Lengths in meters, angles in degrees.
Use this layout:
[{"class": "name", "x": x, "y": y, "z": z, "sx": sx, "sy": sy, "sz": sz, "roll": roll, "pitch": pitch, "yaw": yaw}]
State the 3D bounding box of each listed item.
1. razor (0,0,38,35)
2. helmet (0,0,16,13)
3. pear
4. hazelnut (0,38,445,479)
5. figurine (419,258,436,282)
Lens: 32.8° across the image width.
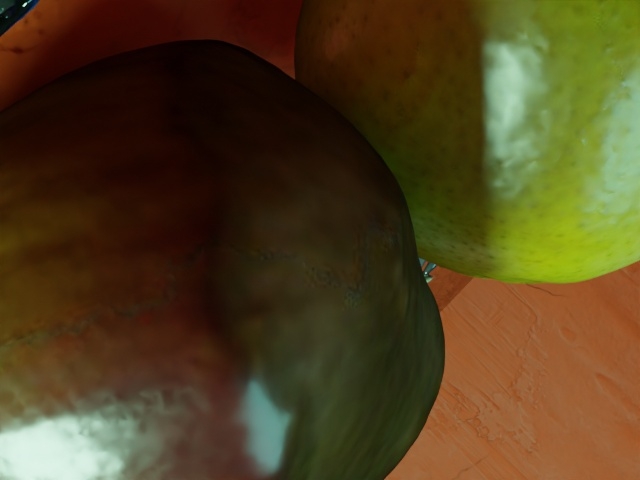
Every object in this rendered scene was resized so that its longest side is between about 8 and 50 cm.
[{"class": "razor", "x": -0.250, "y": -0.031, "z": 0.576, "sx": 0.324, "sy": 0.056, "sz": 0.093, "roll": -49, "pitch": -155, "yaw": 13}, {"class": "helmet", "x": -0.137, "y": -0.171, "z": 0.412, "sx": 0.176, "sy": 0.107, "sz": 0.153, "roll": -21, "pitch": 162, "yaw": -13}, {"class": "pear", "x": 0.159, "y": -0.142, "z": 0.816, "sx": 0.362, "sy": 0.362, "sz": 0.418, "roll": -42, "pitch": 173, "yaw": -12}, {"class": "hazelnut", "x": -0.101, "y": 0.050, "z": 0.678, "sx": 0.366, "sy": 0.366, "sz": 0.366, "roll": -41, "pitch": 165, "yaw": -14}, {"class": "figurine", "x": 0.088, "y": -0.022, "z": 1.297, "sx": 0.265, "sy": 0.175, "sz": 0.197, "roll": -47, "pitch": 163, "yaw": -24}]
